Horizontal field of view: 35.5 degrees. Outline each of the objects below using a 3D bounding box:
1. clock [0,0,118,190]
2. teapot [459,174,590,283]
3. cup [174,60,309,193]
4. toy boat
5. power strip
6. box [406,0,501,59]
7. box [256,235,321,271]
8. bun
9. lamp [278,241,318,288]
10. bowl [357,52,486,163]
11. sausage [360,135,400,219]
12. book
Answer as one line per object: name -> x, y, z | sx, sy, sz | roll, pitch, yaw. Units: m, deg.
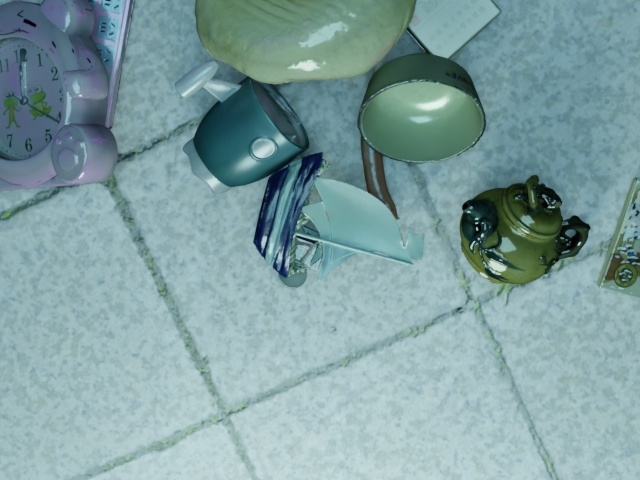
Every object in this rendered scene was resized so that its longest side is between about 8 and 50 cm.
clock -> -0.488, -0.244, 1.680 | 0.296, 0.113, 0.322 | -3, 93, 22
teapot -> 0.341, -0.024, 1.658 | 0.270, 0.173, 0.182 | 9, 140, -23
cup -> -0.133, -0.168, 1.682 | 0.173, 0.167, 0.299 | -36, 121, 15
toy boat -> 0.018, -0.005, 1.681 | 0.292, 0.070, 0.210 | 37, 104, -15
power strip -> -0.395, -0.325, 1.732 | 0.109, 0.037, 0.278 | 12, 100, 1
box -> 0.186, -0.410, 1.673 | 0.141, 0.058, 0.201 | -43, 95, 9
box -> -0.051, 0.013, 1.765 | 0.117, 0.036, 0.050 | 22, 99, -1
bun -> -0.020, -0.375, 1.586 | 0.361, 0.213, 0.361 | -10, 59, 17
lamp -> 0.000, 0.000, 1.722 | 0.050, 0.056, 0.198 | 39, 81, 1
bowl -> 0.165, -0.231, 1.653 | 0.212, 0.211, 0.112 | -1, 55, 4
sausage -> 0.099, -0.118, 1.732 | 0.047, 0.040, 0.176 | -10, 98, -1
book -> 0.638, 0.023, 1.728 | 0.264, 0.027, 0.201 | 17, 99, 1
